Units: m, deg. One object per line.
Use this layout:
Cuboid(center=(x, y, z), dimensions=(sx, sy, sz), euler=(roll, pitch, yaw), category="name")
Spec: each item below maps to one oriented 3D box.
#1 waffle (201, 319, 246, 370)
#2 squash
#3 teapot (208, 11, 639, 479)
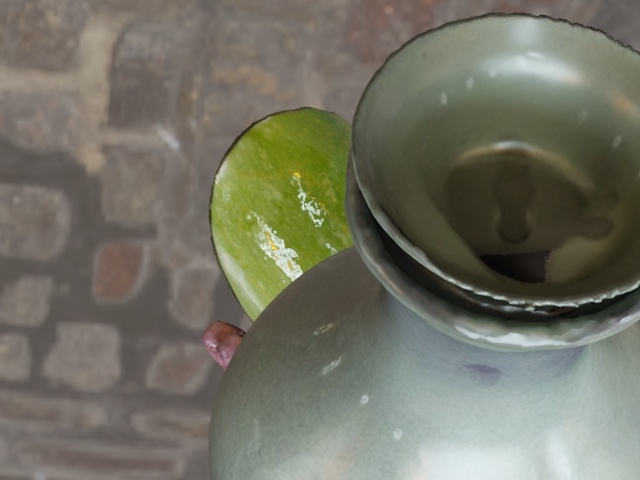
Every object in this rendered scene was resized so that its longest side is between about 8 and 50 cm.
Cuboid(center=(-0.004, 0.164, 1.632), dimensions=(0.055, 0.234, 0.221), euler=(-52, 137, -8), category="waffle")
Cuboid(center=(0.000, 0.000, 1.946), dimensions=(0.233, 0.210, 0.309), euler=(-44, 101, -6), category="squash")
Cuboid(center=(0.053, 0.039, 0.616), dimensions=(0.184, 0.183, 0.251), euler=(1, 146, -3), category="teapot")
